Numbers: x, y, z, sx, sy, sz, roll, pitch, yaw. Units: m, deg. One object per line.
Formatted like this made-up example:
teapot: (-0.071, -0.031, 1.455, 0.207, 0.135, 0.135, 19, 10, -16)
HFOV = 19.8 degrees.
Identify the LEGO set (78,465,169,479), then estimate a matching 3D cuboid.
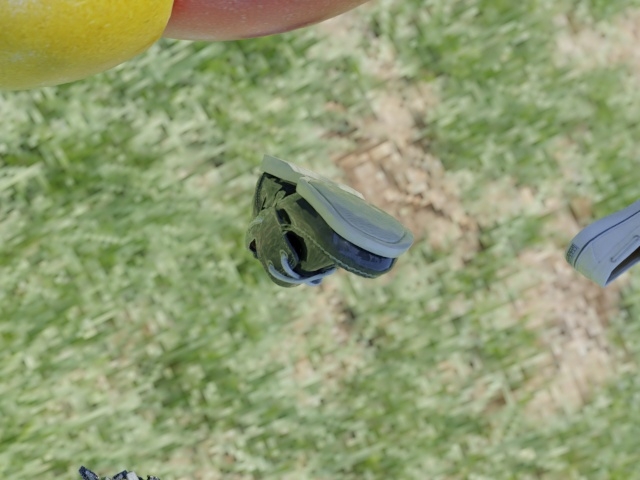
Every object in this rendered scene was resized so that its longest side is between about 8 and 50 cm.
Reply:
LEGO set: (-0.084, 0.122, 0.867, 0.083, 0.054, 0.023, 33, 69, -65)

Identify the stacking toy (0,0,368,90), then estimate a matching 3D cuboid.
stacking toy: (-0.106, -0.172, 0.671, 0.480, 0.350, 0.350, -32, 96, -22)

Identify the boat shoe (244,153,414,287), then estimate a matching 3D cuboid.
boat shoe: (0.000, 0.000, 1.198, 0.084, 0.233, 0.079, 25, 92, -17)

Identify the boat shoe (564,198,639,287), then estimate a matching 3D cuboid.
boat shoe: (0.176, -0.004, 0.968, 0.100, 0.035, 0.035, -26, 57, -29)
